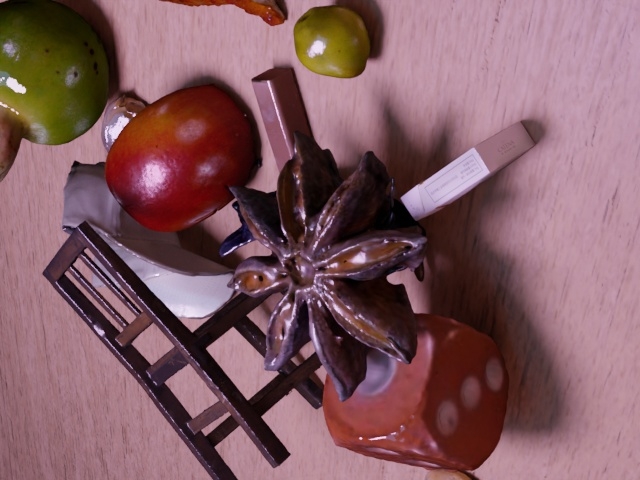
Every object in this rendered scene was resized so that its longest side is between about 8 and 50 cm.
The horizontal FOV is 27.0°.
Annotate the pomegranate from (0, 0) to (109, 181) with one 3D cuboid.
[{"bbox_3d":[-0.448,-0.218,1.982,0.236,0.302,0.236,19,148,12],"label":"pomegranate"}]

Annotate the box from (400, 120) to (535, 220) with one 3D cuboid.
[{"bbox_3d":[0.168,-0.078,1.531,0.040,0.084,0.154,57,145,1],"label":"box"}]

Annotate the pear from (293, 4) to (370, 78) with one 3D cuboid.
[{"bbox_3d":[0.017,-0.237,1.594,0.092,0.092,0.097,-5,129,51],"label":"pear"}]

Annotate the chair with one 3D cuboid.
[{"bbox_3d":[-0.156,0.113,1.899,0.416,0.240,0.203,51,145,-1],"label":"chair"}]

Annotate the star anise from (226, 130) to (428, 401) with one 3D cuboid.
[{"bbox_3d":[0.010,0.030,1.606,0.331,0.117,0.332,4,96,41],"label":"star anise"}]

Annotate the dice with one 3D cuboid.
[{"bbox_3d":[0.120,0.193,1.668,0.175,0.174,0.179,-3,155,41],"label":"dice"}]

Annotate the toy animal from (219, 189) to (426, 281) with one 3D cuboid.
[{"bbox_3d":[0.000,0.000,1.762,0.298,0.122,0.185,18,134,28],"label":"toy animal"}]

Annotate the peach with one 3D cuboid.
[{"bbox_3d":[-0.189,-0.120,1.891,0.196,0.226,0.190,41,-163,-40],"label":"peach"}]

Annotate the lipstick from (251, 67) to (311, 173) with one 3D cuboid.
[{"bbox_3d":[-0.046,-0.152,1.762,0.045,0.045,0.145,10,124,48],"label":"lipstick"}]

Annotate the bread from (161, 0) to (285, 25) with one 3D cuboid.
[{"bbox_3d":[-0.163,-0.354,1.706,0.269,0.095,0.139,24,141,33],"label":"bread"}]

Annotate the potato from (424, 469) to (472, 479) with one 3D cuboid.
[{"bbox_3d":[0.184,0.353,1.878,0.083,0.062,0.068,-8,128,30],"label":"potato"}]

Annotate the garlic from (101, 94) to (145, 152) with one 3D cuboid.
[{"bbox_3d":[-0.295,-0.152,2.041,0.084,0.066,0.152,20,129,38],"label":"garlic"}]

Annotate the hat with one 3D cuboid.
[{"bbox_3d":[-0.258,-0.008,2.069,0.301,0.168,0.258,20,161,9],"label":"hat"}]
